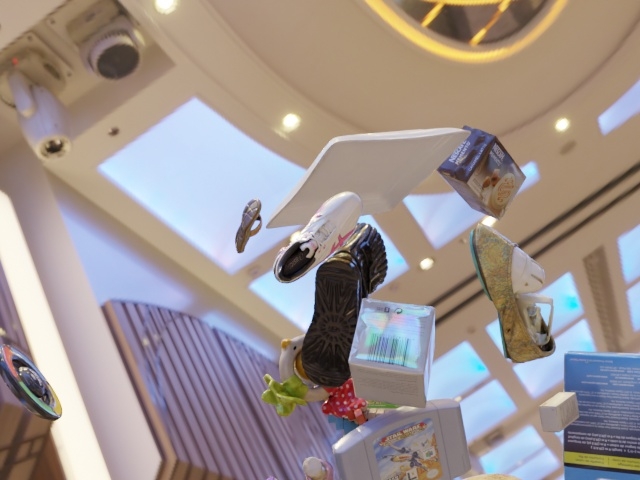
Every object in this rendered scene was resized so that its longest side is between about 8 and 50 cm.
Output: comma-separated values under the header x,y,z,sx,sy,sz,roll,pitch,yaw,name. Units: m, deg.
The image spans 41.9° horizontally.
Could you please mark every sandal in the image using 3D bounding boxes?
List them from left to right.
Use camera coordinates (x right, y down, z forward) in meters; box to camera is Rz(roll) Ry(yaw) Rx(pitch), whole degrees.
x,y,z,sx,sy,sz,roll,pitch,yaw,name
-0.175,-0.037,2.128,0.049,0.072,0.180,6,-47,-20,sandal

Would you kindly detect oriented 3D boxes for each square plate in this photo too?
x,y,z,sx,sy,sz,roll,pitch,yaw,name
0.089,-0.138,1.754,0.344,0.049,0.347,-8,-23,-32,square plate

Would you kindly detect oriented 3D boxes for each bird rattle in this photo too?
x,y,z,sx,sy,sz,roll,pitch,yaw,name
-0.011,0.330,2.026,0.254,0.206,0.143,0,-9,-18,bird rattle

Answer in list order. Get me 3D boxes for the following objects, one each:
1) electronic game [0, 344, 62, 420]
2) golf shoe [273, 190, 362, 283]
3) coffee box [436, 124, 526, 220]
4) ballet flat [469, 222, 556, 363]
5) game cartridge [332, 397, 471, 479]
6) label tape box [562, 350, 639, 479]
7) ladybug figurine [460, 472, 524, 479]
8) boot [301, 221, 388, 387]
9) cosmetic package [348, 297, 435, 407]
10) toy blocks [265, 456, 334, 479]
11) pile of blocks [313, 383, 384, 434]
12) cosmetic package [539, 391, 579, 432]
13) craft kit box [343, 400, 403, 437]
x,y,z,sx,sy,sz,roll,pitch,yaw,name
-0.713,0.349,2.054,0.048,0.229,0.229,-37,-32,-6,electronic game
0.000,0.000,1.323,0.186,0.067,0.086,-47,7,6,golf shoe
0.411,-0.169,2.116,0.141,0.098,0.246,-58,-37,-4,coffee box
0.374,0.100,1.571,0.123,0.123,0.348,-28,-55,-5,ballet flat
0.179,0.459,1.803,0.297,0.062,0.198,-18,-66,-15,game cartridge
0.722,0.446,2.019,0.249,0.347,0.115,-1,-4,26,label tape box
0.370,0.722,2.048,0.305,0.161,0.449,-4,13,46,ladybug figurine
0.065,0.150,1.979,0.260,0.131,0.347,-50,-27,-65,boot
0.151,0.233,1.713,0.151,0.151,0.183,8,-31,12,cosmetic package
-0.066,0.670,1.857,0.309,0.288,0.260,-25,-24,-2,toy blocks
0.114,0.507,2.290,0.149,0.362,0.112,-57,-9,0,pile of blocks
0.523,0.375,1.830,0.041,0.060,0.115,-7,1,39,cosmetic package
0.191,0.560,2.598,0.250,0.061,0.246,0,-54,5,craft kit box
